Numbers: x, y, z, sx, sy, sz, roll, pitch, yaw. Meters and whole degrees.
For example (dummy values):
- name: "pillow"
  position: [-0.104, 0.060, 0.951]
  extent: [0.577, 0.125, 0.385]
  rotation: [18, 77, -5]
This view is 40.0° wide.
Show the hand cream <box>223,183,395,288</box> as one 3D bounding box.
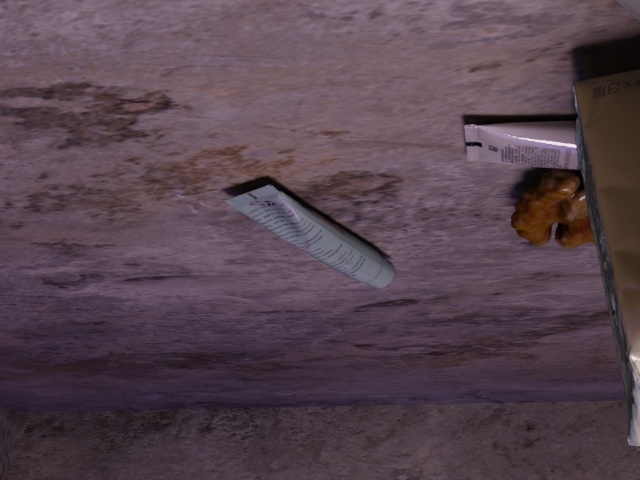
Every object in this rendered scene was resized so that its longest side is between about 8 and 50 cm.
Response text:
- name: "hand cream"
  position: [0.000, 0.000, 1.268]
  extent: [0.085, 0.058, 0.331]
  rotation: [-11, 155, 35]

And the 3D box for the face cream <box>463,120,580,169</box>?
- name: "face cream"
  position: [0.284, -0.105, 0.980]
  extent: [0.244, 0.058, 0.092]
  rotation: [3, 161, 13]

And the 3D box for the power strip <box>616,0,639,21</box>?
- name: "power strip"
  position: [0.272, -0.215, 0.729]
  extent: [0.253, 0.027, 0.060]
  rotation: [21, 151, -40]

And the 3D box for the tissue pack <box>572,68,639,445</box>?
- name: "tissue pack"
  position: [0.442, -0.018, 0.748]
  extent: [0.405, 0.331, 0.205]
  rotation: [-10, 141, 16]

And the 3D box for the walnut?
- name: "walnut"
  position: [0.316, -0.045, 1.103]
  extent: [0.143, 0.069, 0.170]
  rotation: [5, 157, -3]
